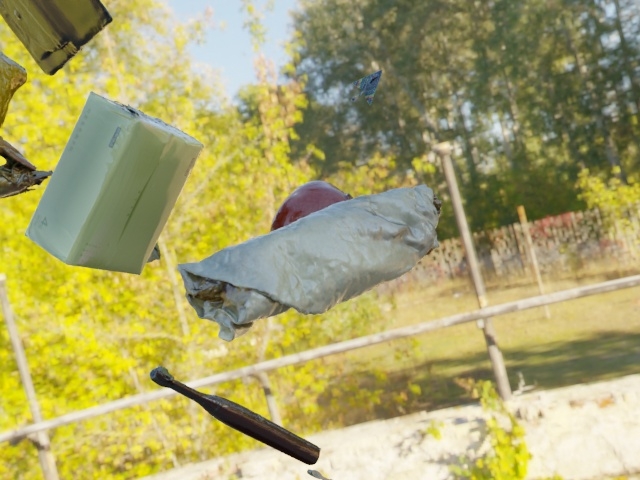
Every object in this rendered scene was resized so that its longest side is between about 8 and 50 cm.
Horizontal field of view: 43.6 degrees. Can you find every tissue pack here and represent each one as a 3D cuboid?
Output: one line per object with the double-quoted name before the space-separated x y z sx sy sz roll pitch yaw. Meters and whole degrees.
"tissue pack" -0.298 -0.078 1.170 0.125 0.234 0.159 30 6 28

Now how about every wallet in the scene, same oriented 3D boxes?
"wallet" -0.506 -0.439 1.421 0.322 0.247 0.041 -14 27 51

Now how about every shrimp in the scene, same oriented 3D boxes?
"shrimp" -0.664 -0.148 1.641 0.061 0.146 0.267 14 8 39

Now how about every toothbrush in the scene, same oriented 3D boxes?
"toothbrush" 0.027 0.478 1.564 0.017 0.014 0.194 4 -26 37
"toothbrush" -0.126 0.277 1.252 0.040 0.041 0.364 -14 -39 41

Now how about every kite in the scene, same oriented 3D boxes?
"kite" 0.094 -0.310 1.612 0.090 0.004 0.122 -44 33 19

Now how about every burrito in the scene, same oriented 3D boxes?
"burrito" 0.020 0.016 0.926 0.392 0.117 0.076 -19 -21 -40

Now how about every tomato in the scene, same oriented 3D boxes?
"tomato" 0.000 0.000 1.146 0.167 0.167 0.167 -14 0 0

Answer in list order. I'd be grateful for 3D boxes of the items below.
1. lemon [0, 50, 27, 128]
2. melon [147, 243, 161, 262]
"lemon" -0.456 -0.177 0.896 0.244 0.187 0.187 -9 -2 -20
"melon" -0.446 -0.029 1.798 0.093 0.202 0.139 -38 22 13
